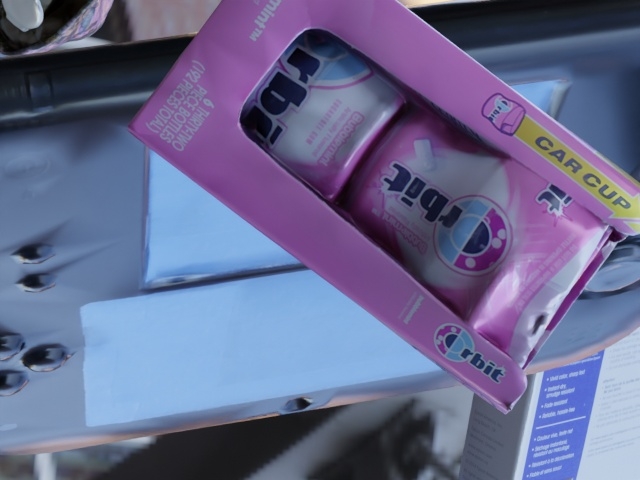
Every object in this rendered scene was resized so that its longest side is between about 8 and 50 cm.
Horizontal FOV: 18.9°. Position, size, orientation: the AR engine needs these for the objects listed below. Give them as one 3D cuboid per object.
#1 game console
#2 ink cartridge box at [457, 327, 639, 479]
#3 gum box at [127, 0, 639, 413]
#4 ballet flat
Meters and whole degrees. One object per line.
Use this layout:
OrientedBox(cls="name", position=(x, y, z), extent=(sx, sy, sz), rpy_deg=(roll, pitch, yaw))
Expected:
OrientedBox(cls="game console", position=(0.000, 0.000, 0.890), extent=(0.342, 0.386, 0.060), rpy_deg=(106, -27, -65))
OrientedBox(cls="ink cartridge box", position=(0.187, 0.143, 1.467), extent=(0.065, 0.165, 0.333), rpy_deg=(30, -63, 43))
OrientedBox(cls="gum box", position=(0.024, -0.013, 0.504), extent=(0.062, 0.107, 0.188), rpy_deg=(-53, 174, 1))
OrientedBox(cls="ballet flat", position=(-0.135, -0.170, 1.075), extent=(0.079, 0.077, 0.221), rpy_deg=(-52, -179, -39))
